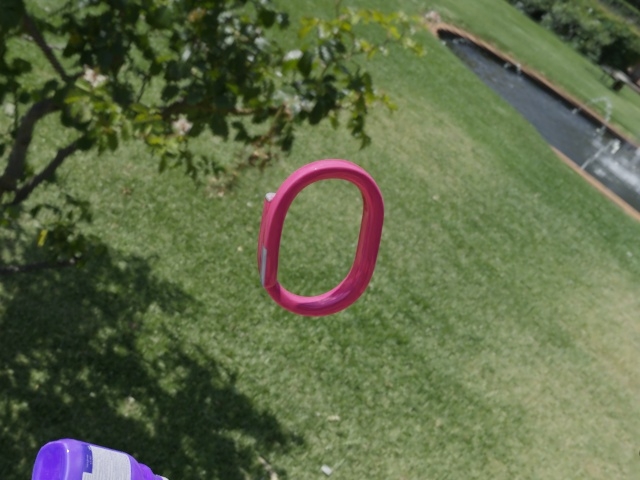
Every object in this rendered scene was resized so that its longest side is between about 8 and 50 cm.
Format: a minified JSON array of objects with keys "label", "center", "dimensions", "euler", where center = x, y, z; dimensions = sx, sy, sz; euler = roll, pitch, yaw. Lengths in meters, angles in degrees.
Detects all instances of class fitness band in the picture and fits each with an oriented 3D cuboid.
[{"label":"fitness band","center":[0.000,0.000,1.299],"dimensions":[0.209,0.290,0.054],"euler":[-1,27,-21]}]

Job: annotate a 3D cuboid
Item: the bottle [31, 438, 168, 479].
[{"label":"bottle","center":[-0.380,0.435,1.363],"dimensions":[0.283,0.092,0.118],"euler":[38,43,-52]}]
